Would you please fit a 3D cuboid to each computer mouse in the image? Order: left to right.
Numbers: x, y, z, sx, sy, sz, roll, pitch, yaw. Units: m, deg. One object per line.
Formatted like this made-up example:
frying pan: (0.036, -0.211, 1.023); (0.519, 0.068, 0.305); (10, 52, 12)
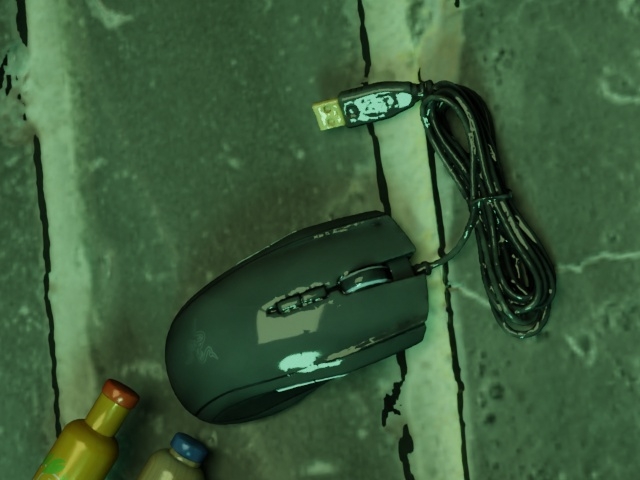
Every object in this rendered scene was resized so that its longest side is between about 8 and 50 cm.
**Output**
computer mouse: (0.000, 0.000, 0.933); (0.262, 0.060, 0.184); (-19, 74, 19)

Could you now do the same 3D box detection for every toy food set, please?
toy food set: (-0.085, 0.182, 0.899); (0.104, 0.111, 0.232); (-59, 34, 3)
